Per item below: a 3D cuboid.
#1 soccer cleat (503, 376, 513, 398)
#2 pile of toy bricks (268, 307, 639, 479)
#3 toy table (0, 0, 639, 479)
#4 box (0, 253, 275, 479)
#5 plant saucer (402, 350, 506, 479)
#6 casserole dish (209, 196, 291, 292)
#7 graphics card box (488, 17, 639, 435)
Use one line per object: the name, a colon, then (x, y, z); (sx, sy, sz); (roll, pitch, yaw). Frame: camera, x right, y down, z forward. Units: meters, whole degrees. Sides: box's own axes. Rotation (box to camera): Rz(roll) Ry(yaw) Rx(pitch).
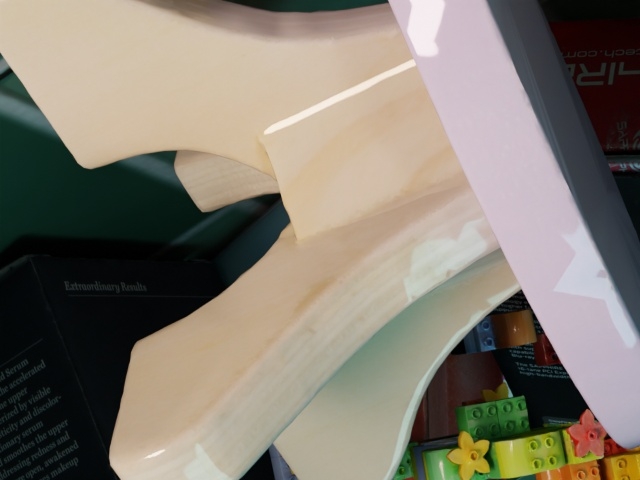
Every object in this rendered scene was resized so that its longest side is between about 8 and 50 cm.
soccer cleat: (0.076, 0.188, 1.330); (0.331, 0.143, 0.116); (-30, 162, 3)
pile of toy bricks: (0.081, 0.092, 0.698); (0.212, 0.118, 0.105); (-11, 178, -27)
toy table: (0.012, -0.021, 0.568); (0.161, 0.274, 0.252); (-23, -163, 15)
box: (-0.094, 0.119, 0.788); (0.108, 0.207, 0.153); (-33, 161, 26)
plant saucer: (0.061, 0.110, 0.873); (0.047, 0.258, 0.259); (-3, 173, 14)
casserole dish: (0.000, 0.000, 0.885); (0.188, 0.037, 0.114); (-41, 158, 32)
graphics card box: (0.203, 0.026, 0.828); (0.233, 0.094, 0.371); (0, 148, 22)
